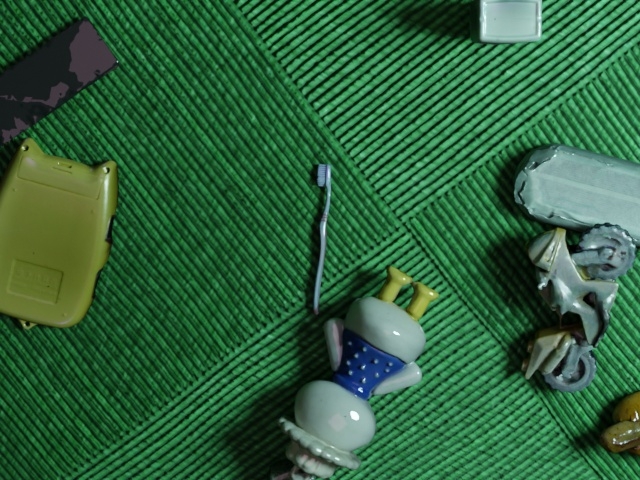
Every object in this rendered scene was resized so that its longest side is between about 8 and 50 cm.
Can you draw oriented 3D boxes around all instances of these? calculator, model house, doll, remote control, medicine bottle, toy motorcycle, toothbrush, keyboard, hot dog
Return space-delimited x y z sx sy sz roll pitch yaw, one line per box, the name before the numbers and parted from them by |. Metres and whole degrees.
calculator | -0.340 0.001 1.409 0.157 0.033 0.236 14 100 -3
model house | -0.044 0.323 1.442 0.079 0.066 0.083 1 97 -2
doll | 0.044 0.174 1.402 0.138 0.119 0.293 29 92 3
remote control | 0.360 -0.051 1.397 0.247 0.052 0.104 13 97 0
medicine bottle | 0.213 -0.258 1.330 0.074 0.118 0.055 -2 98 1
toy motorcycle | 0.300 0.076 1.401 0.130 0.094 0.229 14 112 3
toothbrush | 0.000 0.000 1.420 0.019 0.013 0.193 4 98 5
keyboard | -0.346 -0.191 1.390 0.196 0.015 0.074 -34 94 4
hot dog | 0.421 0.232 1.435 0.140 0.060 0.089 -1 94 3
